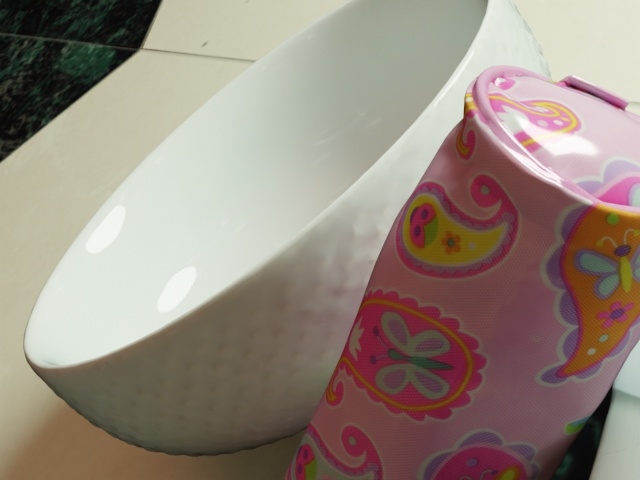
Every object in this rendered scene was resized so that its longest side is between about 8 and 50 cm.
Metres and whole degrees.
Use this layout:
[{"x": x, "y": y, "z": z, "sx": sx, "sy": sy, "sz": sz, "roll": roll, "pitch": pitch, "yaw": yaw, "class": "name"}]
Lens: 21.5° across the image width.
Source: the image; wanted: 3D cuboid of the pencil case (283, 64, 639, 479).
[{"x": 0.067, "y": 0.061, "z": 0.776, "sx": 0.124, "sy": 0.124, "sz": 0.284, "roll": -104, "pitch": 31, "yaw": -54, "class": "pencil case"}]

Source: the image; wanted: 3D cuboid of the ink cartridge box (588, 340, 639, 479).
[{"x": 0.302, "y": 0.055, "z": 0.681, "sx": 0.385, "sy": 0.091, "sz": 0.308, "roll": -11, "pitch": 44, "yaw": 39, "class": "ink cartridge box"}]

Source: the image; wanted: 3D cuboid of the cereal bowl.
[{"x": 0.000, "y": 0.000, "z": 0.971, "sx": 0.339, "sy": 0.141, "sz": 0.339, "roll": -34, "pitch": 21, "yaw": 15, "class": "cereal bowl"}]
